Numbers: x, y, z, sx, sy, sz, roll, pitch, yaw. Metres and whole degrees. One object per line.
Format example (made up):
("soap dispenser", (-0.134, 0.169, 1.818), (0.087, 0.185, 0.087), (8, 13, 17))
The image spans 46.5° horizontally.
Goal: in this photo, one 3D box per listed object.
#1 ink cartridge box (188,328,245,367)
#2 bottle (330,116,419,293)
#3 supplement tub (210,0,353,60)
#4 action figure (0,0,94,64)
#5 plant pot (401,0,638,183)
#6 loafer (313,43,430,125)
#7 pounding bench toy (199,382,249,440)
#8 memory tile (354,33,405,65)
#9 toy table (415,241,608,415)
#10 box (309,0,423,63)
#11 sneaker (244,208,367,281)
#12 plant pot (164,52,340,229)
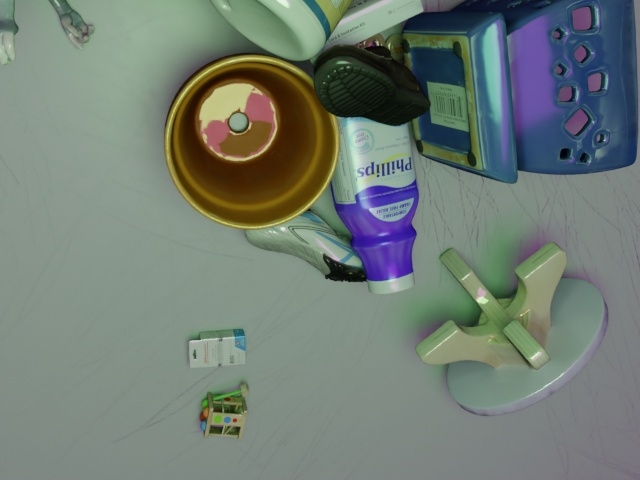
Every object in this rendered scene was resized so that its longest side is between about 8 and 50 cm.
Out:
("ink cartridge box", (-0.156, 0.163, 1.120), (0.083, 0.028, 0.048), (-3, 109, -12))
("bottle", (0.074, -0.070, 1.018), (0.118, 0.092, 0.282), (-13, 99, -21))
("supplement tub", (-0.015, -0.307, 0.779), (0.144, 0.144, 0.199), (35, 81, -21))
("action figure", (-0.287, -0.341, 0.802), (0.370, 0.248, 0.275), (-13, 110, -11))
("plant pot", (0.242, -0.202, 0.960), (0.212, 0.236, 0.236), (-17, 111, -18))
("loafer", (0.053, -0.191, 0.880), (0.080, 0.220, 0.078), (-27, 74, 25))
("pounding bench toy", (-0.148, 0.255, 1.141), (0.065, 0.052, 0.083), (9, 106, -15))
("memory tile", (0.088, -0.235, 1.050), (0.148, 0.012, 0.113), (-1, 108, -12))
("toy table", (0.281, 0.125, 1.112), (0.274, 0.252, 0.161), (-46, 129, -4))
("box", (0.023, -0.289, 0.921), (0.145, 0.186, 0.038), (-26, 125, -3))
("sneaker", (0.000, 0.000, 1.078), (0.237, 0.085, 0.086), (25, 66, -28))
("plant pot", (-0.095, -0.139, 0.945), (0.205, 0.188, 0.205), (-4, 110, -11))
